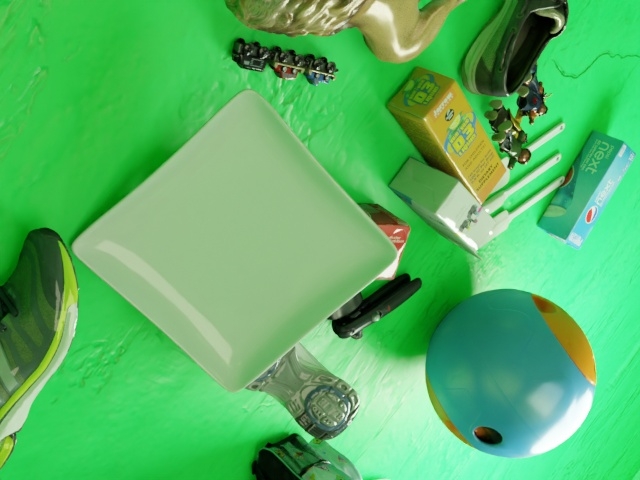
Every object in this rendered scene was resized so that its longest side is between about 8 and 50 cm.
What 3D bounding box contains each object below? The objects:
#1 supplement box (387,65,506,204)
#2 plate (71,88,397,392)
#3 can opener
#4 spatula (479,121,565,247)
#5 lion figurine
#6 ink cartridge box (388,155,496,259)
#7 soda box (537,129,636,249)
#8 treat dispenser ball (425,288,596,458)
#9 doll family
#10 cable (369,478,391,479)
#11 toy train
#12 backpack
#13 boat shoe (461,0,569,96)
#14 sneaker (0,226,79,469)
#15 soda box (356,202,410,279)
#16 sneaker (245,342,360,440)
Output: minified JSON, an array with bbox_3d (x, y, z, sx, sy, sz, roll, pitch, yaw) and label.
[{"bbox_3d":[0.191,-0.149,1.137,0.078,0.080,0.233,-52,136,-5],"label":"supplement box"},{"bbox_3d":[-0.094,0.007,0.909,0.278,0.045,0.277,-40,111,7],"label":"plate"},{"bbox_3d":[0.090,0.099,1.213,0.186,0.059,0.073,-22,128,-30],"label":"can opener"},{"bbox_3d":[0.354,-0.102,1.355,0.242,0.019,0.168,-33,132,-22],"label":"spatula"},{"bbox_3d":[0.069,-0.290,0.900,0.392,0.142,0.240,22,107,-51],"label":"lion figurine"},{"bbox_3d":[0.196,-0.047,1.184,0.062,0.104,0.181,-54,138,0],"label":"ink cartridge box"},{"bbox_3d":[0.499,-0.094,1.449,0.067,0.071,0.210,24,98,-46],"label":"soda box"},{"bbox_3d":[0.325,0.227,1.333,0.288,0.288,0.288,-22,128,-31],"label":"treat dispenser ball"},{"bbox_3d":[0.314,-0.205,1.207,0.111,0.076,0.193,30,86,-45],"label":"doll family"},{"bbox_3d":[0.080,0.581,1.482,0.257,0.089,0.257,-31,133,-25],"label":"cable"},{"bbox_3d":[-0.040,-0.211,0.928,0.158,0.027,0.036,1,118,-42],"label":"toy train"},{"bbox_3d":[-0.010,0.417,1.225,0.144,0.188,0.166,-6,118,-39],"label":"backpack"},{"bbox_3d":[0.316,-0.331,1.123,0.103,0.092,0.285,32,92,-47],"label":"boat shoe"},{"bbox_3d":[-0.350,0.121,0.802,0.121,0.111,0.300,21,98,-42],"label":"sneaker"},{"bbox_3d":[0.000,0.000,1.054,0.263,0.083,0.092,1,114,-41],"label":"soda box"},{"bbox_3d":[-0.072,0.164,1.077,0.111,0.129,0.297,-44,118,-9],"label":"sneaker"}]
